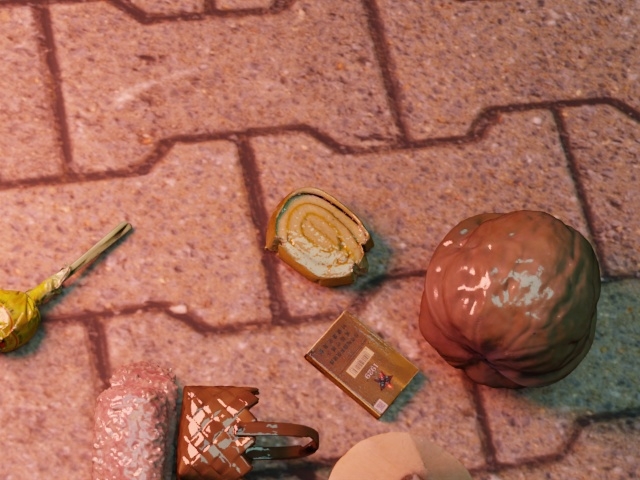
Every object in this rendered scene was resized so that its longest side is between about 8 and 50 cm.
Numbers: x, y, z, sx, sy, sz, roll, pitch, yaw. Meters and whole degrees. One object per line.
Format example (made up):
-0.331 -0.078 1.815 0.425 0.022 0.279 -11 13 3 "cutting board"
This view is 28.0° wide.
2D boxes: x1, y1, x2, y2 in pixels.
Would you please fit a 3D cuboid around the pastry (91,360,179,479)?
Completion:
-0.233 0.266 1.593 0.103 0.112 0.265 3 65 -3 "pastry"

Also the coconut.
0.096 0.341 1.568 0.202 0.222 0.202 3 63 -6 "coconut"

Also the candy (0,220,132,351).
-0.346 0.052 1.696 0.073 0.077 0.262 29 53 25 "candy"

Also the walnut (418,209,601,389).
0.256 0.073 1.709 0.248 0.248 0.248 5 66 -10 "walnut"

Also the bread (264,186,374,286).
0.000 0.000 1.787 0.156 0.064 0.117 40 69 5 "bread"

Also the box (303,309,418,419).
0.055 0.168 1.747 0.133 0.023 0.090 39 66 6 "box"

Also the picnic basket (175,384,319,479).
-0.090 0.255 1.617 0.178 0.128 0.137 6 69 -7 "picnic basket"
